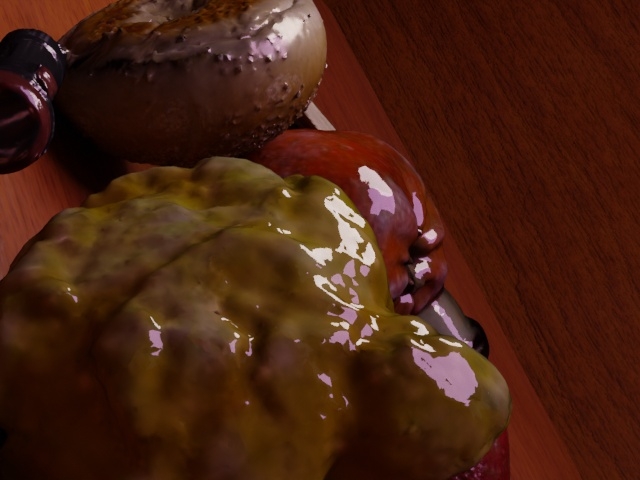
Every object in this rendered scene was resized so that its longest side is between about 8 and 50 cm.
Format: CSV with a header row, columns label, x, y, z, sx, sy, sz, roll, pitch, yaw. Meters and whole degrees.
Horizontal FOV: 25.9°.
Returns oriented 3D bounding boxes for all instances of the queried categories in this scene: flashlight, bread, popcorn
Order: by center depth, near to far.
label,x,y,z,sx,sy,sz,roll,pitch,yaw
popcorn,-0.064,0.080,0.964,0.293,0.292,0.334,32,23,-55
flashlight,-0.261,-0.129,1.200,0.093,0.093,0.232,54,11,-18
bread,-0.132,-0.169,1.413,0.305,0.305,0.159,-96,178,-66

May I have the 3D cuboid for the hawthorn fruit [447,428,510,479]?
label,x,y,z,sx,sy,sz,roll,pitch,yaw
hawthorn fruit,0.101,0.244,1.465,0.215,0.215,0.250,42,46,-52

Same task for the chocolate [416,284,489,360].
label,x,y,z,sx,sy,sz,roll,pitch,yaw
chocolate,0.118,0.140,1.819,0.283,0.186,0.283,54,12,-17

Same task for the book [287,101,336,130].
label,x,y,z,sx,sy,sz,roll,pitch,yaw
book,-0.072,-0.138,1.718,0.374,0.028,0.262,25,-15,46

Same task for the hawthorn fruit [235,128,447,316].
label,x,y,z,sx,sy,sz,roll,pitch,yaw
hawthorn fruit,0.000,0.000,1.470,0.284,0.284,0.284,54,12,-17
